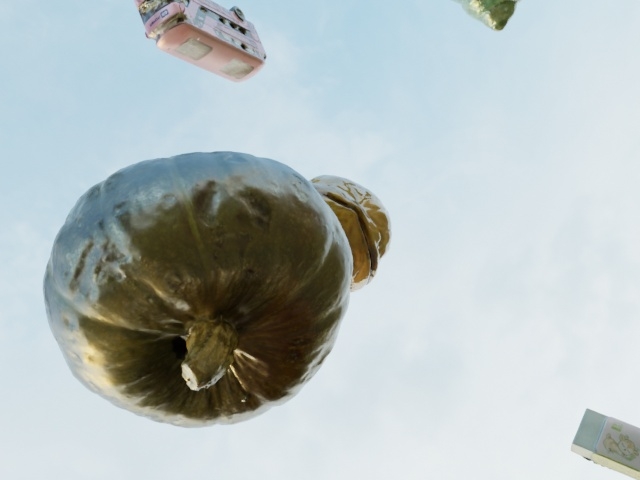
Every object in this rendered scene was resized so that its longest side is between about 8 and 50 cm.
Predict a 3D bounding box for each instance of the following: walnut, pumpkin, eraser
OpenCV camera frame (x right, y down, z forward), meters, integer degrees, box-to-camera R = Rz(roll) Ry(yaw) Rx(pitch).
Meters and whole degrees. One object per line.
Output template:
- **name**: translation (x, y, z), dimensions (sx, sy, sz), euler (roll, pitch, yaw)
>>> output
- **walnut**: translation (0.000, 0.000, 0.963), dimensions (0.144, 0.180, 0.144), euler (5, -103, -22)
- **pumpkin**: translation (-0.082, 0.039, 0.628), dimensions (0.219, 0.162, 0.218), euler (-7, -53, -9)
- **eraser**: translation (0.244, 0.165, 0.714), dimensions (0.038, 0.083, 0.019), euler (-59, -24, -27)

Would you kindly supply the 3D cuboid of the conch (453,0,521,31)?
- **conch**: translation (0.208, -0.367, 1.134), dimensions (0.122, 0.176, 0.188), euler (-56, -50, -47)

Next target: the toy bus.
- **toy bus**: translation (-0.144, -0.263, 1.140), dimensions (0.063, 0.090, 0.203), euler (-31, -20, 24)
